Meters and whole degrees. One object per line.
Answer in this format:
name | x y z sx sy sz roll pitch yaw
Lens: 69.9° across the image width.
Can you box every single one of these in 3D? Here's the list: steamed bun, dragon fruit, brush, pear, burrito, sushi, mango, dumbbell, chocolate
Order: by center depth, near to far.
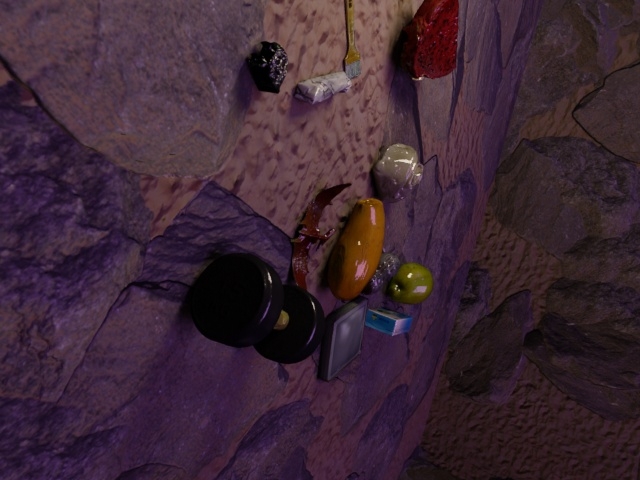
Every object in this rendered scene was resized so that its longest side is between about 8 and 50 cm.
sushi | -0.106 -0.380 0.988 0.083 0.056 0.085 -58 148 -22
dumbbell | -0.134 0.172 1.097 0.204 0.203 0.322 -65 149 -11
burrito | 0.015 -0.394 1.176 0.203 0.064 0.064 -34 134 -45
brush | 0.085 -0.553 1.249 0.082 0.010 0.218 -42 138 -40
dragon fruit | 0.322 -0.650 1.476 0.205 0.152 0.317 -41 152 -10
mango | 0.126 0.030 1.507 0.360 0.143 0.187 -68 152 -11
steamed bun | 0.292 -0.238 1.626 0.211 0.144 0.218 -50 144 -33
chocolate | 0.223 0.122 1.755 0.248 0.110 0.110 -36 134 -45
pear | 0.388 0.191 1.998 0.219 0.187 0.188 -8 114 -34

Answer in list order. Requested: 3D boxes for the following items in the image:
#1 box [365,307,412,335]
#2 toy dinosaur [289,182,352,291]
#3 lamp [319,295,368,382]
box | 0.287 0.340 1.938 0.194 0.139 0.073 10 96 -60
toy dinosaur | -0.006 0.004 1.308 0.327 0.112 0.207 -57 147 -19
lamp | 0.093 0.367 1.728 0.266 0.047 0.269 -21 123 -53
